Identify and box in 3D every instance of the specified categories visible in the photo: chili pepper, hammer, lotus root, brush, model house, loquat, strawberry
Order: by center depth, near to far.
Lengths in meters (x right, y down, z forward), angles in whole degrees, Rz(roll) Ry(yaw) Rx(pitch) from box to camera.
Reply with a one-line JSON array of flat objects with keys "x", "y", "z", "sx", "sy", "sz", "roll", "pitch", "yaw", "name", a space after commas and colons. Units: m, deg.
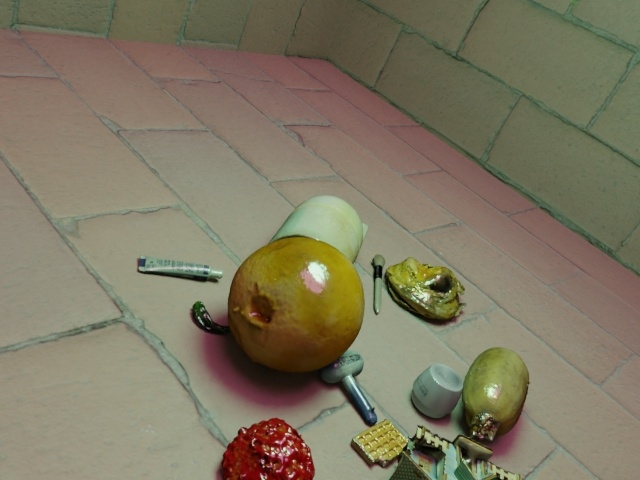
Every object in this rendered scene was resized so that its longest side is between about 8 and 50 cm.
[{"x": -0.073, "y": 0.436, "z": 1.149, "sx": 0.190, "sy": 0.111, "sz": 0.236, "roll": 3, "pitch": 37, "yaw": -37, "name": "strawberry"}, {"x": 0.272, "y": 0.523, "z": 1.212, "sx": 0.271, "sy": 0.178, "sz": 0.206, "roll": 29, "pitch": 31, "yaw": 0, "name": "model house"}, {"x": -0.054, "y": 0.151, "z": 1.419, "sx": 0.329, "sy": 0.328, "sz": 0.328, "roll": 19, "pitch": 30, "yaw": -11, "name": "loquat"}, {"x": 0.081, "y": 0.352, "z": 1.454, "sx": 0.116, "sy": 0.069, "sz": 0.193, "roll": -4, "pitch": 49, "yaw": -42, "name": "hammer"}, {"x": -0.270, "y": 0.190, "z": 1.469, "sx": 0.118, "sy": 0.035, "sz": 0.055, "roll": 31, "pitch": 47, "yaw": 18, "name": "chili pepper"}, {"x": 0.444, "y": 0.394, "z": 1.545, "sx": 0.152, "sy": 0.169, "sz": 0.343, "roll": -9, "pitch": 15, "yaw": 28, "name": "lotus root"}, {"x": 0.178, "y": 0.131, "z": 1.902, "sx": 0.042, "sy": 0.039, "sz": 0.299, "roll": 58, "pitch": 23, "yaw": -24, "name": "brush"}]

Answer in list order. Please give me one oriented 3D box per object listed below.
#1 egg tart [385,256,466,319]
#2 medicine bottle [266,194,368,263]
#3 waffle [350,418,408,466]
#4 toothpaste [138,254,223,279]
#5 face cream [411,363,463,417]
[{"x": 0.349, "y": 0.133, "z": 1.943, "sx": 0.297, "sy": 0.132, "sz": 0.297, "roll": 19, "pitch": 24, "yaw": -9, "name": "egg tart"}, {"x": 0.000, "y": 0.000, "z": 1.770, "sx": 0.236, "sy": 0.235, "sz": 0.406, "roll": 27, "pitch": 30, "yaw": 3, "name": "medicine bottle"}, {"x": 0.138, "y": 0.456, "z": 1.363, "sx": 0.135, "sy": 0.021, "sz": 0.092, "roll": -12, "pitch": 46, "yaw": -47, "name": "waffle"}, {"x": -0.362, "y": 0.073, "z": 1.586, "sx": 0.216, "sy": 0.037, "sz": 0.062, "roll": 9, "pitch": 33, "yaw": -18, "name": "toothpaste"}, {"x": 0.292, "y": 0.376, "z": 1.522, "sx": 0.117, "sy": 0.104, "sz": 0.117, "roll": 20, "pitch": 31, "yaw": -12, "name": "face cream"}]
